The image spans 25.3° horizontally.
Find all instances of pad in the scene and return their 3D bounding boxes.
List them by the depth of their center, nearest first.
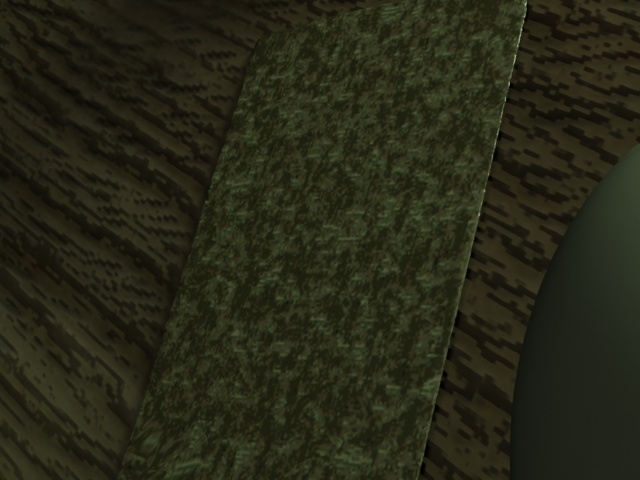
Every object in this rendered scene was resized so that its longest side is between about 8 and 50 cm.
[{"bbox_3d":[0.000,0.000,0.592,0.158,0.003,0.235,-5,61,40],"label":"pad"}]

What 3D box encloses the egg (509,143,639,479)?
[{"bbox_3d":[0.118,0.052,0.341,0.146,0.146,0.199,-2,69,42],"label":"egg"}]
